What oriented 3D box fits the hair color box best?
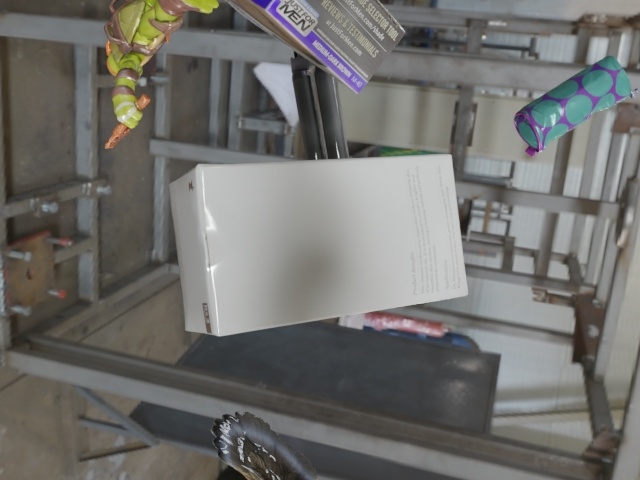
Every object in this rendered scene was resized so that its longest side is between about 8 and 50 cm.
[{"bbox_3d":[-0.061,-0.340,0.939,0.185,0.339,0.110,31,99,-45],"label":"hair color box"}]

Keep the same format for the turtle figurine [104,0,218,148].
[{"bbox_3d":[-0.193,-0.251,0.796,0.217,0.087,0.270,-35,-144,45],"label":"turtle figurine"}]

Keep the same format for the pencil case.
[{"bbox_3d":[0.329,-0.175,0.919,0.064,0.151,0.070,56,-5,41],"label":"pencil case"}]

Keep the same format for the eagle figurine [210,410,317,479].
[{"bbox_3d":[-0.073,0.437,1.140,0.226,0.298,0.225,-57,165,-56],"label":"eagle figurine"}]

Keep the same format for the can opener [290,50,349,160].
[{"bbox_3d":[-0.001,-0.255,1.160,0.095,0.075,0.284,-13,93,-72],"label":"can opener"}]

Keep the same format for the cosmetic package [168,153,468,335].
[{"bbox_3d":[0.000,0.000,0.983,0.156,0.384,0.217,170,-85,-66],"label":"cosmetic package"}]
